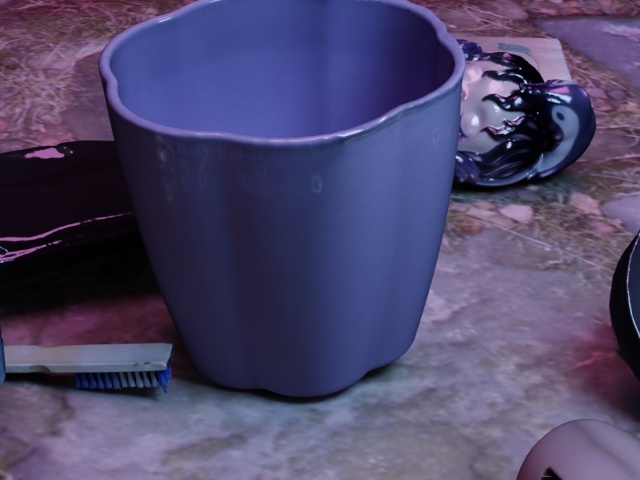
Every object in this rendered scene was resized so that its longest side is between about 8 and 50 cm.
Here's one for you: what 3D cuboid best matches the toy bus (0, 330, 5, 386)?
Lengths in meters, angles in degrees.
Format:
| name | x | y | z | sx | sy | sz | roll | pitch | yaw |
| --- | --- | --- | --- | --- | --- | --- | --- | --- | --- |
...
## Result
| name | x | y | z | sx | sy | sz | roll | pitch | yaw |
| --- | --- | --- | --- | --- | --- | --- | --- | --- | --- |
| toy bus | -0.360 | 0.053 | 1.339 | 0.265 | 0.121 | 0.120 | -6 | 21 | -10 |

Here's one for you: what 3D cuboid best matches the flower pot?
| name | x | y | z | sx | sy | sz | roll | pitch | yaw |
| --- | --- | --- | --- | --- | --- | --- | --- | --- | --- |
| flower pot | -0.018 | -0.031 | 1.399 | 0.265 | 0.243 | 0.265 | -5 | 31 | 3 |

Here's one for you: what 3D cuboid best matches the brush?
| name | x | y | z | sx | sy | sz | roll | pitch | yaw |
| --- | --- | --- | --- | --- | --- | --- | --- | --- | --- |
| brush | -0.191 | 0.092 | 1.390 | 0.178 | 0.030 | 0.033 | -1 | 38 | 13 |

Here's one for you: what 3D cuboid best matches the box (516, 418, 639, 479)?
| name | x | y | z | sx | sy | sz | roll | pitch | yaw |
| --- | --- | --- | --- | --- | --- | --- | --- | --- | --- |
| box | 0.181 | 0.167 | 1.034 | 0.146 | 0.088 | 0.200 | 35 | 4 | -16 |

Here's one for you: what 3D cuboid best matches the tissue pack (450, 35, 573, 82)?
| name | x | y | z | sx | sy | sz | roll | pitch | yaw |
| --- | --- | --- | --- | --- | --- | --- | --- | --- | --- |
| tissue pack | 0.087 | -0.155 | 1.905 | 0.325 | 0.071 | 0.170 | 2 | 27 | -2 |

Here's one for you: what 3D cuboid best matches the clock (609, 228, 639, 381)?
| name | x | y | z | sx | sy | sz | roll | pitch | yaw |
| --- | --- | --- | --- | --- | --- | --- | --- | --- | --- |
| clock | 0.299 | 0.055 | 1.399 | 0.184 | 0.040 | 0.184 | 8 | 64 | -16 |

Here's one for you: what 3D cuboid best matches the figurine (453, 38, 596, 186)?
| name | x | y | z | sx | sy | sz | roll | pitch | yaw |
| --- | --- | --- | --- | --- | --- | --- | --- | --- | --- |
| figurine | 0.144 | -0.106 | 1.770 | 0.222 | 0.145 | 0.145 | 1 | 24 | 9 |

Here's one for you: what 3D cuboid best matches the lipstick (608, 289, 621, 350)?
| name | x | y | z | sx | sy | sz | roll | pitch | yaw |
| --- | --- | --- | --- | --- | --- | --- | --- | --- | --- |
| lipstick | 0.390 | 0.037 | 1.518 | 0.327 | 0.087 | 0.087 | -9 | 28 | -25 |

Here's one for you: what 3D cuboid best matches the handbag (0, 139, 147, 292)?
| name | x | y | z | sx | sy | sz | roll | pitch | yaw |
| --- | --- | --- | --- | --- | --- | --- | --- | --- | --- |
| handbag | -0.248 | -0.015 | 1.543 | 0.332 | 0.075 | 0.191 | -12 | 24 | -25 |
